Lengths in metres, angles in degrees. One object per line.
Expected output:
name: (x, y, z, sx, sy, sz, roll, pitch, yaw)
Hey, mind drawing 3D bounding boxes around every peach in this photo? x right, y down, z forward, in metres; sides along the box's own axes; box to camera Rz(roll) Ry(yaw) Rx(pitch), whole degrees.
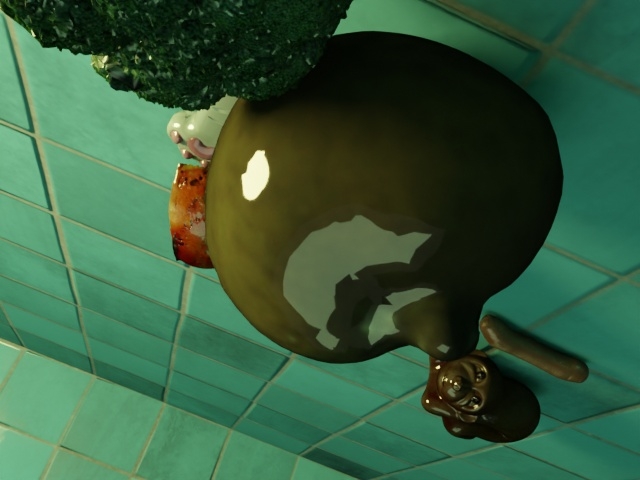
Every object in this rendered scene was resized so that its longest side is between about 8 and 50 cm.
peach: (-0.127, -0.034, 0.819, 0.093, 0.127, 0.172, 15, 150, 1)

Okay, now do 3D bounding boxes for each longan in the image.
longan: (0.048, -0.033, 0.554, 0.301, 0.299, 0.243, 1, 169, 33)

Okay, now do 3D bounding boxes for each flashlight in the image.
flashlight: (-0.105, -0.133, 0.713, 0.093, 0.047, 0.200, 28, 152, -16)

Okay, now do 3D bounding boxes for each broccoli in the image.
broccoli: (-0.093, -0.205, 0.412, 0.270, 0.270, 0.270, 43, 160, 23)

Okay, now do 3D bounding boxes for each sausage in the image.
sausage: (0.307, 0.160, 0.967, 0.186, 0.043, 0.043, 27, 152, -11)

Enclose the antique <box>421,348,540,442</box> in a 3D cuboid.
antique: (0.264, 0.258, 1.086, 0.144, 0.121, 0.257, -6, 143, 37)
